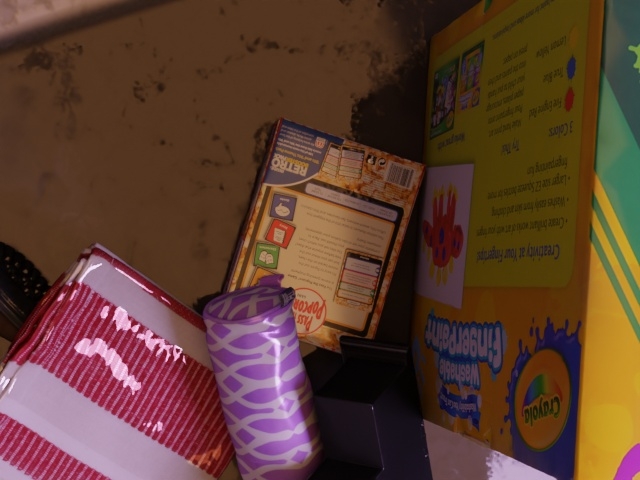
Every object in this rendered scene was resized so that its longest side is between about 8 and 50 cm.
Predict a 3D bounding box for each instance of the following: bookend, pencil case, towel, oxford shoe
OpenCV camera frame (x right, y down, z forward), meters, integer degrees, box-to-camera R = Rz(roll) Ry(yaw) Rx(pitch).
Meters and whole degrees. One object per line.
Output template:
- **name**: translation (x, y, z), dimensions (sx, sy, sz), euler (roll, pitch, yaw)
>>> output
- **bookend**: translation (0.024, 0.190, 1.045), dimensions (0.072, 0.157, 0.156), euler (5, 119, 31)
- **pencil case**: translation (-0.045, 0.135, 1.085), dimensions (0.086, 0.088, 0.206), euler (0, 111, 25)
- **towel**: translation (-0.205, 0.196, 1.073), dimensions (0.237, 0.037, 0.329), euler (38, 82, -27)
- **oxford shoe**: translation (-0.316, 0.044, 1.085), dimensions (0.227, 0.083, 0.096), euler (40, 109, -10)

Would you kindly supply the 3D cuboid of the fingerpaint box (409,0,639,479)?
- **fingerpaint box**: translation (0.206, -0.016, 0.973), dimensions (0.163, 0.445, 0.371), euler (5, 87, -9)

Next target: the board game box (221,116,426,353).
- **board game box**: translation (0.000, 0.000, 1.142), dimensions (0.146, 0.045, 0.194), euler (18, 85, -8)
